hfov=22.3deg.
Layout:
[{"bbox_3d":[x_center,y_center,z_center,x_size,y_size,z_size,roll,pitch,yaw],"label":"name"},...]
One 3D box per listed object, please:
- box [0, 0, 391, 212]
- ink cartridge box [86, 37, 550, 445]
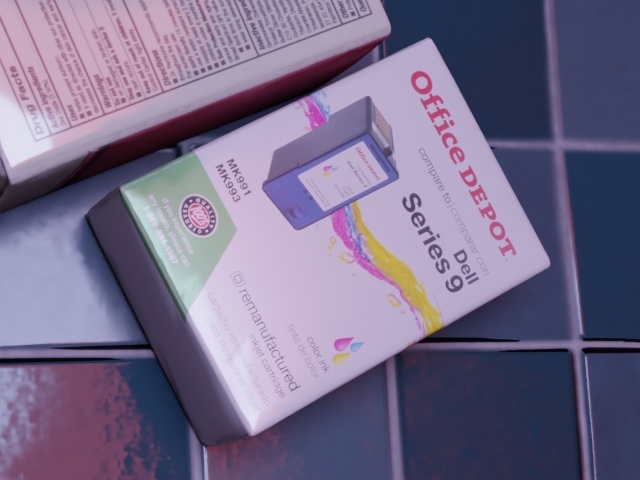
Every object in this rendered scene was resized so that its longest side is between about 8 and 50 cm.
[{"bbox_3d":[-0.105,-0.127,0.896,0.232,0.127,0.149,-23,89,-21],"label":"box"},{"bbox_3d":[0.000,0.000,0.930,0.212,0.093,0.154,-27,89,-23],"label":"ink cartridge box"}]
